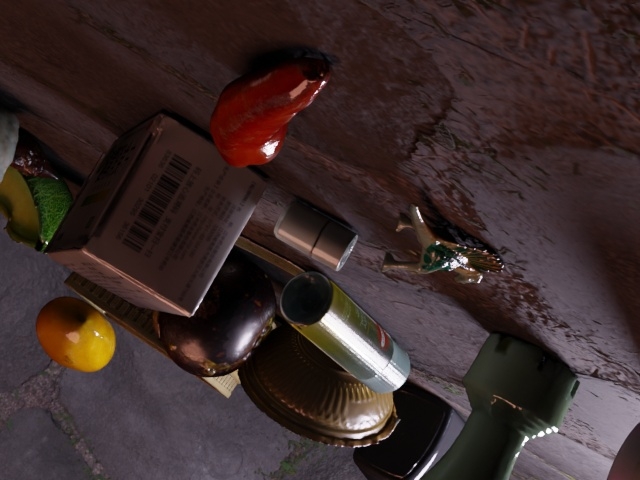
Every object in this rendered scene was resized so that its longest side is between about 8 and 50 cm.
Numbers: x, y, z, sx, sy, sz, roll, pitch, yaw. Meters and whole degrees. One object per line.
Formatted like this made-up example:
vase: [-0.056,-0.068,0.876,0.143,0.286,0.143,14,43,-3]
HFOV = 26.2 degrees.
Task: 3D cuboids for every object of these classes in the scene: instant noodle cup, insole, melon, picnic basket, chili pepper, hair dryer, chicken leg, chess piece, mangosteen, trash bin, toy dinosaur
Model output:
instant noodle cup: [0.010,0.195,2.113,0.274,0.090,0.274,18,-150,-11]
insole: [-0.146,-0.014,1.938,0.322,0.007,0.109,27,170,15]
melon: [-0.487,-0.092,2.248,0.265,0.129,0.169,25,-163,26]
picnic basket: [-0.240,0.105,2.332,0.313,0.175,0.228,32,170,17]
chili pepper: [-0.048,-0.103,1.096,0.272,0.071,0.063,145,105,-73]
hair dryer: [0.000,0.000,1.521,0.082,0.047,0.137,29,177,10]
chicken leg: [-0.503,-0.157,2.094,0.234,0.063,0.105,29,-179,-4]
chess piece: [0.174,0.260,1.550,0.195,0.299,0.194,29,170,5]
mangosteen: [-0.176,0.098,2.058,0.217,0.192,0.192,32,171,13]
trash bin: [0.189,0.397,2.455,0.182,0.209,0.290,25,163,34]
toy dinosaur: [0.117,0.009,1.253,0.106,0.044,0.187,17,157,-2]

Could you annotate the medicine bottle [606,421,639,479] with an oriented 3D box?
medicine bottle: [0.425,0.281,1.377,0.254,0.152,0.152,23,167,34]

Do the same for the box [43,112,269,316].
box: [-0.195,-0.025,1.562,0.145,0.173,0.333,31,170,-15]

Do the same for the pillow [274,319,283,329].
pillow: [-0.094,0.166,2.555,0.230,0.050,0.148,36,164,-16]

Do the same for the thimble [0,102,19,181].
thimble: [-0.569,-0.106,1.898,0.195,0.291,0.291,36,168,-26]

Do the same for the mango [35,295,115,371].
mango: [-0.412,0.154,2.331,0.145,0.112,0.219,36,159,-2]

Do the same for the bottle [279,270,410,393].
bottle: [0.040,0.134,1.930,0.082,0.082,0.286,23,167,34]
